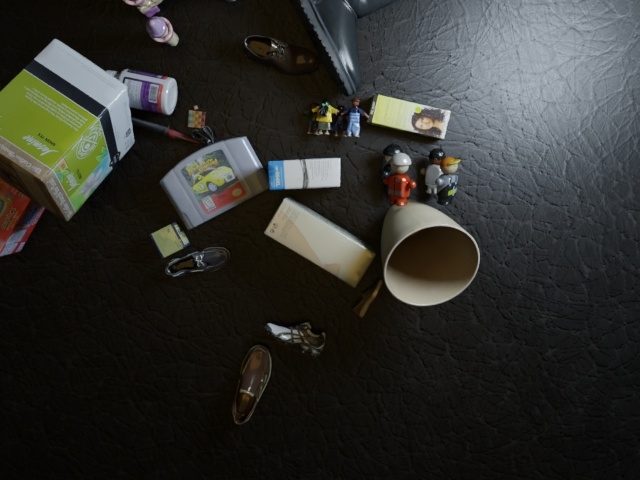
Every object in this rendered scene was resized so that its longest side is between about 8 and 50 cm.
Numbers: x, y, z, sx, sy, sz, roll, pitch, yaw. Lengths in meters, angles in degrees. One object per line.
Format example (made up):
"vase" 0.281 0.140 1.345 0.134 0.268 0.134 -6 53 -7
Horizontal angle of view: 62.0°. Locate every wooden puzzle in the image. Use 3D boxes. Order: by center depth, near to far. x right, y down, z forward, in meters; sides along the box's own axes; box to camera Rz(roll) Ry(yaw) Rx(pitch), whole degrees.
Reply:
"wooden puzzle" -0.373 -0.363 1.602 0.049 0.006 0.083 7 98 0

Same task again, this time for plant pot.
"plant pot" 0.275 0.002 1.500 0.256 0.274 0.257 -3 121 -6

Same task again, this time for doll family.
"doll family" 0.044 -0.365 1.565 0.192 0.076 0.111 5 96 -1

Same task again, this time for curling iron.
"curling iron" -0.447 -0.333 1.589 0.274 0.035 0.068 14 124 1

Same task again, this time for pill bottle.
"pill bottle" -0.524 -0.434 1.543 0.193 0.108 0.108 12 98 -1

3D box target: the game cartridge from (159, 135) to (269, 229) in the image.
"game cartridge" -0.318 -0.181 1.590 0.294 0.060 0.196 -27 103 4

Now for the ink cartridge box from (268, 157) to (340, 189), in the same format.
"ink cartridge box" -0.044 -0.193 1.551 0.203 0.148 0.086 -2 97 1

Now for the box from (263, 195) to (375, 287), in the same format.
"box" 0.000 0.000 1.581 0.311 0.148 0.121 31 98 -2

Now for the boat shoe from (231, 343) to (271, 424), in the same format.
"boat shoe" -0.216 0.458 1.669 0.095 0.095 0.258 14 98 -1

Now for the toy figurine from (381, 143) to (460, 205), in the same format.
"toy figurine" 0.280 -0.191 1.516 0.209 0.213 0.148 0 108 1

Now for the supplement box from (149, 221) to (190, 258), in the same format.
"supplement box" -0.459 -0.002 1.627 0.083 0.056 0.083 -26 97 4

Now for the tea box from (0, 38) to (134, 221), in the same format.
"tea box" -0.683 -0.274 1.403 0.220 0.329 0.324 34 70 -4

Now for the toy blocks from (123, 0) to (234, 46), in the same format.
"toy blocks" -0.425 -0.733 1.424 0.288 0.260 0.309 -35 96 5

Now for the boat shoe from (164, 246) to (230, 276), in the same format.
"boat shoe" -0.378 0.072 1.633 0.206 0.065 0.075 -13 97 2

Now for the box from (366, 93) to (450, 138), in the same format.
"box" 0.258 -0.364 1.571 0.232 0.058 0.087 12 98 0

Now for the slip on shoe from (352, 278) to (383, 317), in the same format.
"slip on shoe" 0.147 0.174 1.653 0.041 0.051 0.135 32 103 8

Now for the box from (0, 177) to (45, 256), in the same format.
"box" -0.919 -0.091 1.584 0.122 0.128 0.257 34 97 -4

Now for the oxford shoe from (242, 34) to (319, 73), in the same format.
"oxford shoe" -0.116 -0.535 1.533 0.227 0.096 0.083 10 96 -3

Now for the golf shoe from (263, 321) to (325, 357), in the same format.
"golf shoe" -0.077 0.288 1.664 0.198 0.077 0.094 25 83 -7

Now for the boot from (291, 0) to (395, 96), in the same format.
"boot" 0.179 -0.671 1.498 0.445 0.146 0.367 -28 98 0
